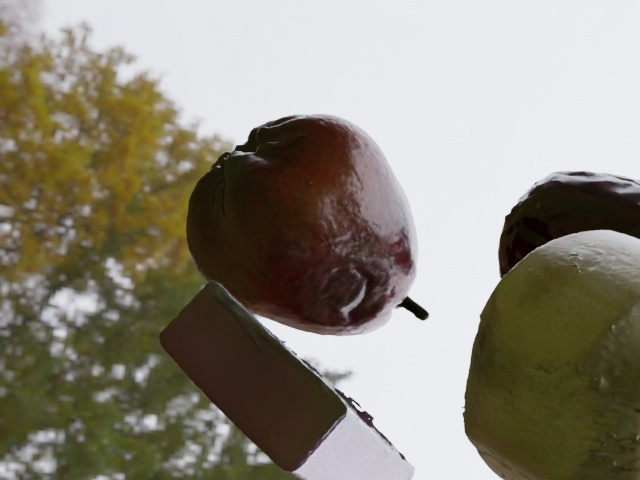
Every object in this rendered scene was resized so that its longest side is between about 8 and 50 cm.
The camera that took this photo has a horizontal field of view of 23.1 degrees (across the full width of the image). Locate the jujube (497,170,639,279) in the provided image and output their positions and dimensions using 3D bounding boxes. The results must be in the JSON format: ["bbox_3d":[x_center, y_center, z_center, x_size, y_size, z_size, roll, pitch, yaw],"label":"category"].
[{"bbox_3d":[0.336,0.037,1.554,0.318,0.223,0.223,22,-83,31],"label":"jujube"}]

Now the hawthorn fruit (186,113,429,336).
[{"bbox_3d":[0.000,0.000,1.570,0.224,0.261,0.224,-46,-174,7],"label":"hawthorn fruit"}]

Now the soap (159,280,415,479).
[{"bbox_3d":[-0.024,0.150,1.404,0.181,0.259,0.081,42,-92,24],"label":"soap"}]

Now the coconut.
[{"bbox_3d":[0.217,0.108,1.199,0.241,0.241,0.241,-18,-114,47],"label":"coconut"}]
